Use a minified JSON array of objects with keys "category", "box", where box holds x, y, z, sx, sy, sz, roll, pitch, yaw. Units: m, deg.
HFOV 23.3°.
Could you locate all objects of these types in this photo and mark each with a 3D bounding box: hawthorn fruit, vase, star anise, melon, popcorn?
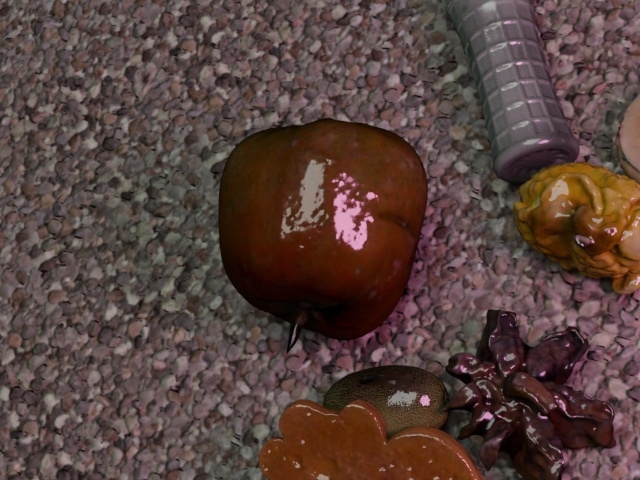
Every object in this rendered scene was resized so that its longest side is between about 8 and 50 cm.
[{"category":"hawthorn fruit","box":[0.000,0.000,1.941,0.267,0.268,0.301,8,80,22]},{"category":"vase","box":[0.247,-0.227,2.027,0.143,0.143,0.299,-17,66,11]},{"category":"star anise","box":[0.254,0.183,1.845,0.220,0.099,0.214,32,65,16]},{"category":"melon","box":[0.080,0.203,1.909,0.162,0.099,0.099,-6,65,22]},{"category":"popcorn","box":[0.341,-0.024,1.892,0.194,0.163,0.140,15,78,59]}]

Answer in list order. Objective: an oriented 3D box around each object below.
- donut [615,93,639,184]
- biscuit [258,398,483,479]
[{"category":"donut","box":[0.431,-0.131,1.950,0.108,0.065,0.166,15,70,33]},{"category":"biscuit","box":[0.066,0.299,1.852,0.288,0.044,0.202,26,99,10]}]
